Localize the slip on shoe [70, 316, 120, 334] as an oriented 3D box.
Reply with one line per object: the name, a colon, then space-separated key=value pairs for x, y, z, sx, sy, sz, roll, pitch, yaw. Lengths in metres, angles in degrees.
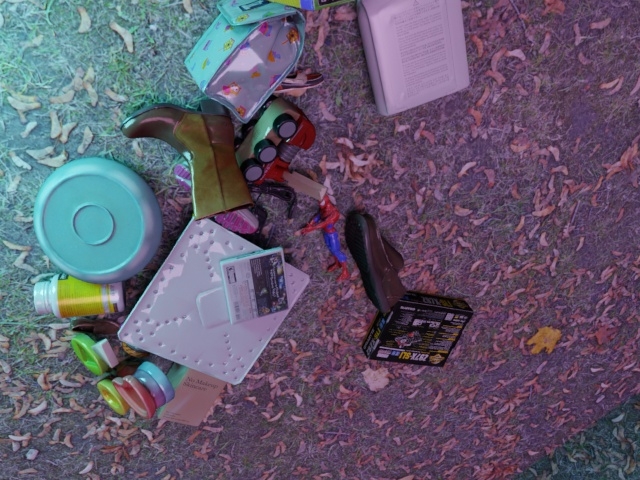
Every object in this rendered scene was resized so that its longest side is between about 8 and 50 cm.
slip on shoe: x=-0.641 y=0.249 z=1.550 sx=0.135 sy=0.041 sz=0.051 roll=17 pitch=113 yaw=-26

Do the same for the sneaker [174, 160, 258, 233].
sneaker: x=-0.242 y=-0.126 z=1.378 sx=0.252 sy=0.103 sz=0.111 roll=47 pitch=57 yaw=-12

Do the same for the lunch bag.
lunch bag: x=-0.159 y=-0.426 z=1.190 sx=0.160 sy=0.223 sz=0.262 roll=30 pitch=107 yaw=-38

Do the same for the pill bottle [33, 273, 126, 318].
pill bottle: x=-0.634 y=0.143 z=1.444 sx=0.214 sy=0.117 sz=0.117 roll=-5 pitch=121 yaw=-15

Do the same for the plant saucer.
plant saucer: x=-0.549 y=-0.042 z=1.328 sx=0.317 sy=0.044 sz=0.318 roll=0 pitch=101 yaw=-1

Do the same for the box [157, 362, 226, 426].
box: x=-0.375 y=0.413 z=1.685 sx=0.148 sy=0.121 sz=0.311 roll=22 pitch=111 yaw=-28

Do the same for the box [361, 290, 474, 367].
box: x=0.335 y=0.306 z=1.874 sx=0.321 sy=0.079 sz=0.257 roll=10 pitch=118 yaw=-23

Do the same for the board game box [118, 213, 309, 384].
board game box: x=-0.284 y=0.171 z=1.496 sx=0.390 sy=0.050 sz=0.390 roll=31 pitch=96 yaw=-31

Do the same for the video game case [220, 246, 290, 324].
video game case: x=-0.175 y=0.124 z=1.484 sx=0.173 sy=0.022 sz=0.191 roll=-14 pitch=114 yaw=-18

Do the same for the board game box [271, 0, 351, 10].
board game box: x=0.043 y=-0.662 z=0.998 sx=0.356 sy=0.356 sz=0.356 roll=-21 pitch=125 yaw=-18

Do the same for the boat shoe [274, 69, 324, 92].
boat shoe: x=-0.058 y=-0.399 z=1.347 sx=0.137 sy=0.049 sz=0.043 roll=-11 pitch=120 yaw=-5

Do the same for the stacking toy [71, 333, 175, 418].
stacking toy: x=-0.546 y=0.354 z=1.538 sx=0.130 sy=0.308 sz=0.280 roll=-40 pitch=111 yaw=-40

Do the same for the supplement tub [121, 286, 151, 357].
supplement tub: x=-0.484 y=0.233 z=1.546 sx=0.117 sy=0.117 sz=0.190 roll=22 pitch=111 yaw=-27

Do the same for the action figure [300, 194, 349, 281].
action figure: x=0.000 y=0.000 z=1.571 sx=0.139 sy=0.091 sz=0.280 roll=-21 pitch=125 yaw=-19

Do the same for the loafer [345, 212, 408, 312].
loafer: x=0.178 y=0.054 z=1.657 sx=0.130 sy=0.134 sz=0.366 roll=-29 pitch=129 yaw=-13

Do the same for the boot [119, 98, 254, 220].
boot: x=-0.315 y=-0.179 z=1.284 sx=0.264 sy=0.096 sz=0.281 roll=-11 pitch=83 yaw=-22

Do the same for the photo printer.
photo printer: x=0.229 y=-0.494 z=1.343 sx=0.256 sy=0.107 sz=0.308 roll=-22 pitch=123 yaw=-5

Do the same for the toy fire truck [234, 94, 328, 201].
toy fire truck: x=-0.076 y=-0.219 z=1.406 sx=0.246 sy=0.158 sz=0.217 roll=18 pitch=120 yaw=-47

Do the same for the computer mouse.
computer mouse: x=-0.168 y=-0.050 z=1.518 sx=0.184 sy=0.060 sz=0.262 roll=5 pitch=113 yaw=-25
